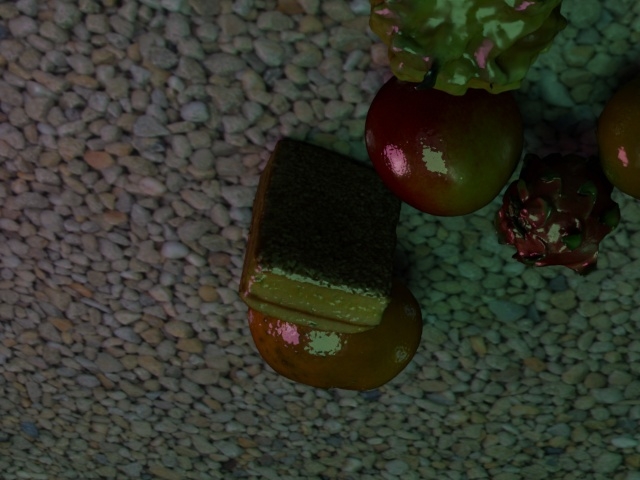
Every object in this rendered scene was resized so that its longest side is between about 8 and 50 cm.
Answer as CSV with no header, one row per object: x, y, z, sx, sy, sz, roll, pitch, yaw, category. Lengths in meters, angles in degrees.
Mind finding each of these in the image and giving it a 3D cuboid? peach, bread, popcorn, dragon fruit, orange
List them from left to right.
0.000,0.000,1.956,0.184,0.234,0.111,16,134,-6,bread
0.016,0.114,2.081,0.240,0.171,0.240,13,179,0,orange
0.139,-0.126,1.826,0.197,0.197,0.197,7,137,6,peach
0.159,-0.263,1.648,0.249,0.225,0.249,11,131,12,popcorn
0.294,-0.037,1.862,0.135,0.236,0.137,28,112,18,dragon fruit
0.386,-0.121,1.804,0.134,0.155,0.155,24,151,41,orange
